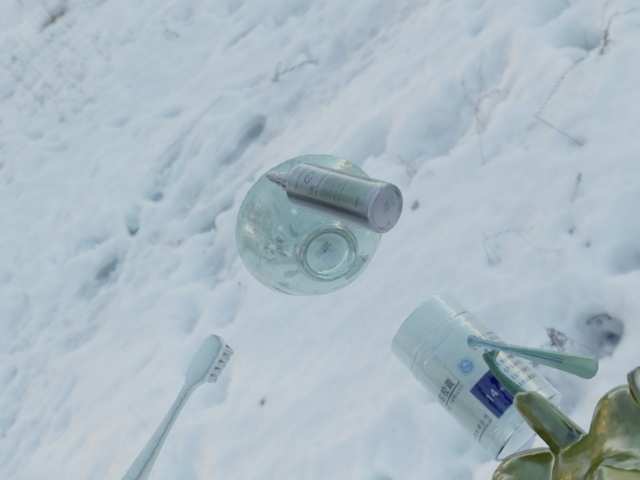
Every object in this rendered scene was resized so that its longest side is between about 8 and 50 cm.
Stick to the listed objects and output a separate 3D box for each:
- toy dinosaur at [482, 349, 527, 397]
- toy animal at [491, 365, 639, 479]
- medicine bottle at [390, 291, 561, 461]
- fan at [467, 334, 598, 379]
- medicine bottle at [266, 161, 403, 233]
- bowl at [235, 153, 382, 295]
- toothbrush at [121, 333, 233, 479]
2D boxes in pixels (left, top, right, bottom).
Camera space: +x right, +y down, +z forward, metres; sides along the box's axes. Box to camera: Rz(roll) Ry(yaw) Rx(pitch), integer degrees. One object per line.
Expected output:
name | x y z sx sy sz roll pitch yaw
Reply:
toy dinosaur | 0.406 0.379 1.242 0.300 0.087 0.447 12 47 5
toy animal | 0.267 0.290 0.850 0.363 0.180 0.181 -39 19 45
medicine bottle | 0.314 0.274 1.568 0.190 0.190 0.332 -44 59 -2
fan | 0.315 0.172 1.126 0.193 0.038 0.016 11 20 13
medicine bottle | 0.003 -0.057 0.862 0.199 0.058 0.058 20 68 44
bowl | 0.000 0.000 1.472 0.313 0.313 0.146 -40 28 3
toothbrush | -0.177 0.234 0.669 0.025 0.030 0.342 28 84 31
